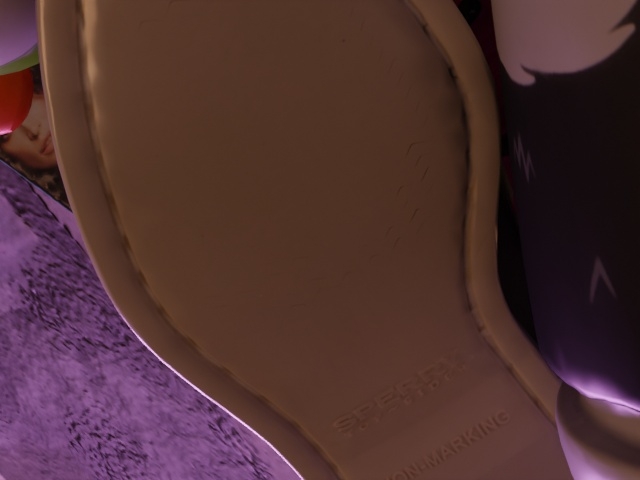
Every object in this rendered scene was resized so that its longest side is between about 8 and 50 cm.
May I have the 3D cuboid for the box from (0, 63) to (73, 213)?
[{"bbox_3d":[-0.035,-0.030,0.727,0.244,0.060,0.100,35,108,11],"label":"box"}]

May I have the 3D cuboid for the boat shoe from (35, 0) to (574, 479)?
[{"bbox_3d":[0.006,-0.004,0.522,0.324,0.117,0.096,57,-175,-41],"label":"boat shoe"}]

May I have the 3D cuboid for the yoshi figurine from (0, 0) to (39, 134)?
[{"bbox_3d":[-0.114,-0.164,0.470,0.203,0.203,0.362,46,122,9],"label":"yoshi figurine"}]

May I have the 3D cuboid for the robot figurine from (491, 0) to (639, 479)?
[{"bbox_3d":[0.134,-0.037,0.430,0.174,0.209,0.278,8,111,52],"label":"robot figurine"}]

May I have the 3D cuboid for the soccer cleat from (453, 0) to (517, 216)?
[{"bbox_3d":[-0.017,-0.115,0.654,0.331,0.116,0.143,43,172,-3],"label":"soccer cleat"}]
